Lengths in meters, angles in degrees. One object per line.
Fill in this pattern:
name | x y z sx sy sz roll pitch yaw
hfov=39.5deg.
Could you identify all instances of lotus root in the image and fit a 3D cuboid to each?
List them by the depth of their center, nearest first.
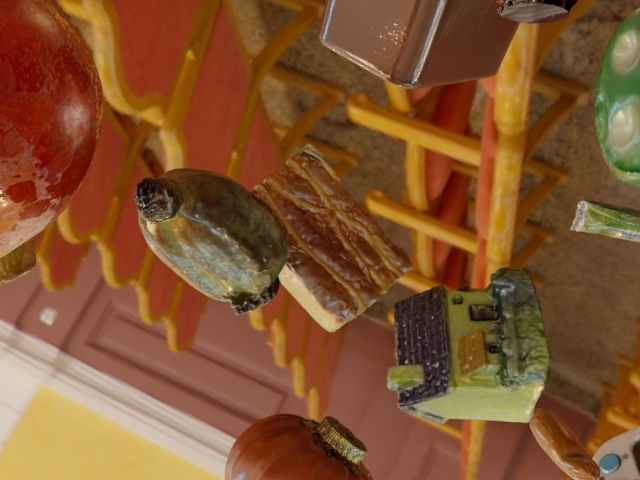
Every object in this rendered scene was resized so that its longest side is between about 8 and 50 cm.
lotus root | -0.161 -0.014 1.305 0.173 0.173 0.309 14 158 35

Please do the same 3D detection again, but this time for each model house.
model house | 0.200 0.146 1.286 0.211 0.194 0.170 0 144 0

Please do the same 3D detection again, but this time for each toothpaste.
toothpaste | 0.531 -0.017 1.428 0.248 0.047 0.078 12 142 10

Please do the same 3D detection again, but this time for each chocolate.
chocolate | 0.277 -0.357 1.162 0.124 0.133 0.127 3 -179 36

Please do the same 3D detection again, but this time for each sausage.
sausage | 0.368 0.313 1.354 0.062 0.054 0.183 12 -159 -23

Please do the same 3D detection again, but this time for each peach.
peach | -0.413 -0.134 0.960 0.370 0.370 0.370 25 161 9

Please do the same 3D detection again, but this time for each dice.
dice | 0.619 -0.218 1.363 0.287 0.297 0.300 3 180 -21

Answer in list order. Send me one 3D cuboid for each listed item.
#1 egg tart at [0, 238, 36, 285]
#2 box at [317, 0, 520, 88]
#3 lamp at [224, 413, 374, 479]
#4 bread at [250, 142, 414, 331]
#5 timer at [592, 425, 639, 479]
egg tart | -0.512 -0.006 1.328 0.202 0.202 0.147 -1 112 54
box | 0.184 -0.410 1.499 0.239 0.339 0.229 36 123 28
lamp | -0.025 0.332 1.189 0.223 0.196 0.223 38 -178 -1
bread | 0.000 0.000 1.496 0.275 0.185 0.114 50 164 1
timer | 0.612 0.443 1.578 0.237 0.262 0.087 -27 122 17
